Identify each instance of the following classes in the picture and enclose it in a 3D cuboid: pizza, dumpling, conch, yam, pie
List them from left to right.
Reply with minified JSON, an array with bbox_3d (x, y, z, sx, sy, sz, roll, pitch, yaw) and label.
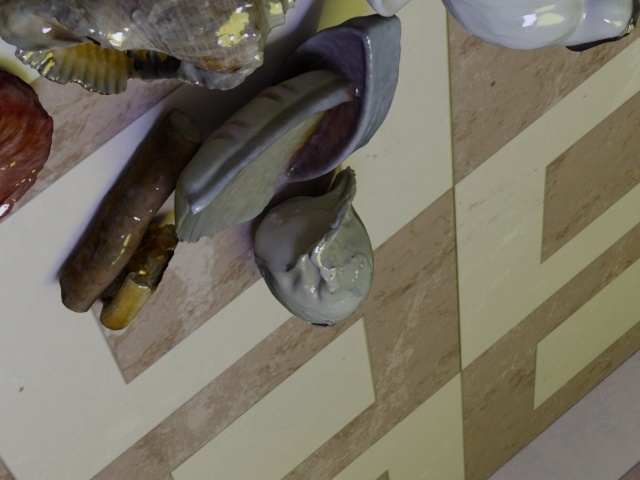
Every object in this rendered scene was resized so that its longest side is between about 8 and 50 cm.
[{"bbox_3d":[-0.314,-0.055,1.641,0.204,0.054,0.219,-48,158,11],"label":"pie"},{"bbox_3d":[-0.189,-0.025,1.923,0.057,0.057,0.241,-11,142,-54],"label":"yam"},{"bbox_3d":[-0.184,0.033,2.011,0.131,0.041,0.178,-59,-174,-4],"label":"pizza"},{"bbox_3d":[-0.139,-0.181,1.596,0.245,0.163,0.178,-9,133,-7],"label":"conch"},{"bbox_3d":[0.000,0.000,2.212,0.247,0.142,0.172,116,-5,-70],"label":"dumpling"}]

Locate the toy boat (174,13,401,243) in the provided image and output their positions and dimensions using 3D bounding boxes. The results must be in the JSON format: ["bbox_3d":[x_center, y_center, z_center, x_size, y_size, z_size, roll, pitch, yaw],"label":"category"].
[{"bbox_3d":[-0.051,-0.094,1.934,0.293,0.111,0.276,-38,171,-20],"label":"toy boat"}]

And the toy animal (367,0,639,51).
[{"bbox_3d":[0.138,-0.293,1.867,0.258,0.193,0.357,-30,153,36],"label":"toy animal"}]
